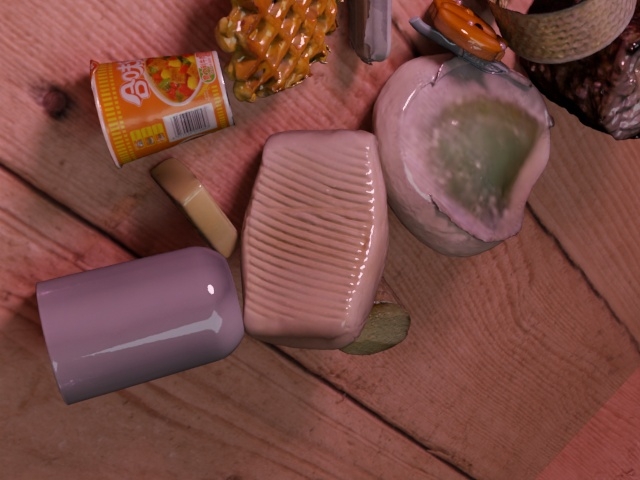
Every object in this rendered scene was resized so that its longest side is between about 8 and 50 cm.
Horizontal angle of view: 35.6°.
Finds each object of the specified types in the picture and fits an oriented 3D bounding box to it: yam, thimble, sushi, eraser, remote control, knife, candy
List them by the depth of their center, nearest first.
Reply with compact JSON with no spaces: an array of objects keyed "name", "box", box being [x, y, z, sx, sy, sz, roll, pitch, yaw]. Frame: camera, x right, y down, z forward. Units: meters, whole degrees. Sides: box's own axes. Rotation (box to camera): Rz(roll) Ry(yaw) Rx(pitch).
[{"name":"remote control","box":[0.081,-0.410,1.659,0.052,0.104,0.247,-17,131,-17]},{"name":"eraser","box":[-0.207,-0.055,1.686,0.058,0.117,0.172,-40,139,-7]},{"name":"knife","box":[0.246,-0.344,1.782,0.210,0.015,0.028,26,132,-20]},{"name":"thimble","box":[0.428,-0.460,1.786,0.271,0.271,0.150,-43,141,-4]},{"name":"candy","box":[0.256,-0.177,1.915,0.427,0.186,0.386,31,78,-39]},{"name":"yam","box":[0.048,0.093,1.925,0.161,0.268,0.161,-17,137,-17]},{"name":"sushi","box":[0.574,-0.370,1.959,0.281,0.294,0.299,-30,137,-18]}]

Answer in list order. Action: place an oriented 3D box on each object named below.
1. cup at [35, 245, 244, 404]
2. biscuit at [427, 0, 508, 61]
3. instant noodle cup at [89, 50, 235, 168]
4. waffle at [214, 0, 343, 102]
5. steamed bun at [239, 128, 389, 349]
[{"name":"cup","box":[-0.293,0.132,1.639,0.312,0.205,0.205,-14,132,-11]},{"name":"biscuit","box":[0.272,-0.381,1.784,0.170,0.170,0.050,8,127,-43]},{"name":"instant noodle cup","box":[-0.228,-0.206,1.471,0.185,0.168,0.168,-14,133,-4]},{"name":"waffle","box":[-0.049,-0.370,1.542,0.325,0.068,0.302,-39,144,-48]},{"name":"steamed bun","box":[0.000,0.004,1.751,0.236,0.247,0.384,45,48,-73]}]
